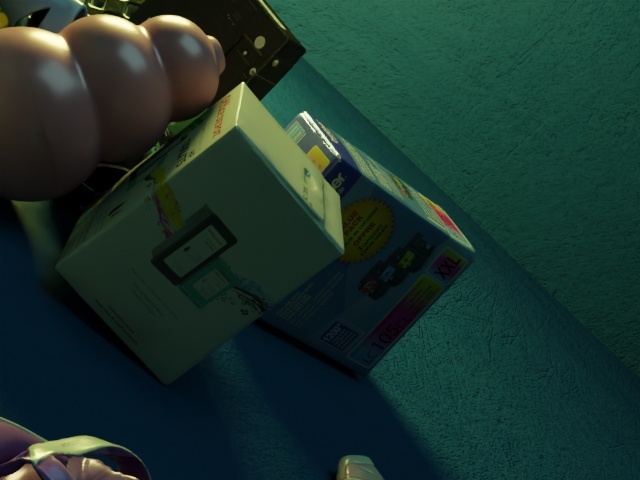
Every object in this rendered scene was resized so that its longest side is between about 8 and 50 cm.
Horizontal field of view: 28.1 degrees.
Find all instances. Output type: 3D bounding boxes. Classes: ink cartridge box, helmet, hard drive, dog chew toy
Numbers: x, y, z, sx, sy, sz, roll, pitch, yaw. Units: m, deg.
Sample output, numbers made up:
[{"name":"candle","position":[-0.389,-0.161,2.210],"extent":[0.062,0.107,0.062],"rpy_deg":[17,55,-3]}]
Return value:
[{"name":"ink cartridge box","position":[-0.134,-0.012,1.512],"extent":[0.197,0.270,0.198],"rpy_deg":[49,13,-17]},{"name":"helmet","position":[-0.265,-0.098,1.683],"extent":[0.169,0.169,0.161],"rpy_deg":[37,34,-26]},{"name":"hard drive","position":[-0.205,-0.230,1.814],"extent":[0.237,0.339,0.064],"rpy_deg":[52,15,28]},{"name":"dog chew toy","position":[-0.272,-0.176,1.524],"extent":[0.206,0.331,0.207],"rpy_deg":[54,-23,37]},{"name":"ink cartridge box","position":[0.000,0.000,1.875],"extent":[0.395,0.270,0.151],"rpy_deg":[32,14,-38]}]

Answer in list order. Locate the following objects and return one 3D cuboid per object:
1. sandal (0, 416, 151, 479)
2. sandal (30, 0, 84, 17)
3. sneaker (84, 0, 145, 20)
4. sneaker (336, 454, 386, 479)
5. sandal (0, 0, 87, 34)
[{"name":"sandal","position":[-0.184,0.233,1.110],"extent":[0.416,0.102,0.169],"rpy_deg":[35,18,-31]},{"name":"sandal","position":[-0.384,-0.308,1.844],"extent":[0.120,0.086,0.303],"rpy_deg":[36,51,-45]},{"name":"sneaker","position":[-0.411,-0.360,2.077],"extent":[0.330,0.146,0.122],"rpy_deg":[22,56,-4]},{"name":"sneaker","position":[0.074,0.320,1.647],"extent":[0.134,0.051,0.070],"rpy_deg":[33,24,-25]},{"name":"sandal","position":[-0.371,-0.295,1.693],"extent":[0.126,0.138,0.317],"rpy_deg":[0,79,-82]}]
